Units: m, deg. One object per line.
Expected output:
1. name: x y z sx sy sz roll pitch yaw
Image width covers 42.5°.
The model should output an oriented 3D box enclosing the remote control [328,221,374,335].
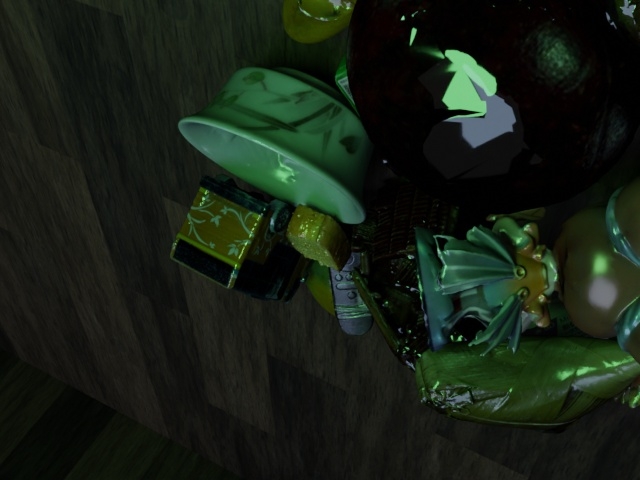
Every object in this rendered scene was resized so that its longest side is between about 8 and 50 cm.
1. remote control: 0.062 0.068 1.661 0.090 0.066 0.266 -1 117 14

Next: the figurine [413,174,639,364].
1. figurine: 0.329 0.044 1.134 0.388 0.248 0.276 -6 104 9

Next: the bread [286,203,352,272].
1. bread: 0.000 0.000 1.515 0.103 0.065 0.187 22 168 15

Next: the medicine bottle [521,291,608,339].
1. medicine bottle: 0.440 0.146 1.412 0.201 0.052 0.171 -24 121 8

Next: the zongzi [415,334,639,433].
1. zongzi: 0.315 0.188 1.225 0.274 0.145 0.300 9 152 -18

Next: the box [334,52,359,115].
1. box: 0.156 -0.215 1.267 0.180 0.103 0.250 -13 122 48

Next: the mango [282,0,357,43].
1. mango: 0.029 -0.372 1.145 0.130 0.167 0.262 49 149 4

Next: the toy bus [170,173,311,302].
1. toy bus: -0.132 0.006 1.590 0.162 0.194 0.323 25 179 21

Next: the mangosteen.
1. mangosteen: 0.225 -0.221 0.962 0.381 0.381 0.421 42 146 -10

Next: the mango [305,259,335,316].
1. mango: 0.034 0.097 1.766 0.195 0.092 0.130 39 147 9

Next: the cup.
1. cup: -0.048 -0.178 1.380 0.347 0.163 0.347 26 172 4

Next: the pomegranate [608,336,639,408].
1. pomegranate: 0.519 0.137 1.274 0.198 0.198 0.246 35 113 0

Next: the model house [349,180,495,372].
1. model house: 0.181 0.053 1.414 0.297 0.317 0.282 15 151 4
